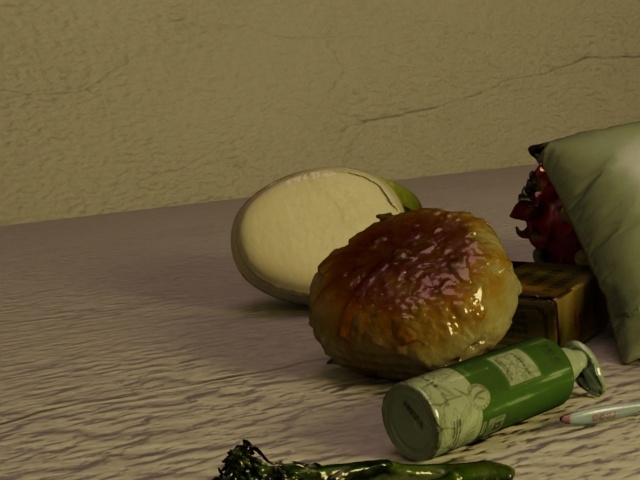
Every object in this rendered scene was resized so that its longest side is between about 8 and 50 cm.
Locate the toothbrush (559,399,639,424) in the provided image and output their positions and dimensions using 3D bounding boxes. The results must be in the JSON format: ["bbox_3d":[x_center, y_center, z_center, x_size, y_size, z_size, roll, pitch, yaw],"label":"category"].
[{"bbox_3d":[0.278,0.128,0.721,0.193,0.013,0.019,-6,17,-12],"label":"toothbrush"}]

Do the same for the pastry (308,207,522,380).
[{"bbox_3d":[0.087,0.047,0.872,0.193,0.093,0.182,0,43,33],"label":"pastry"}]

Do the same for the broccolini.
[{"bbox_3d":[0.033,0.164,0.568,0.201,0.058,0.074,9,18,-21],"label":"broccolini"}]

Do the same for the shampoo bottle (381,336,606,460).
[{"bbox_3d":[0.144,0.117,0.716,0.205,0.065,0.065,-11,11,-37],"label":"shampoo bottle"}]

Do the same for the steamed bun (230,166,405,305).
[{"bbox_3d":[0.000,0.000,1.189,0.228,0.177,0.130,-9,-12,3],"label":"steamed bun"}]

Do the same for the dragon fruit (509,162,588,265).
[{"bbox_3d":[0.388,-0.043,1.244,0.198,0.218,0.273,42,26,23],"label":"dragon fruit"}]

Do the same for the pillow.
[{"bbox_3d":[0.406,-0.029,0.939,0.313,0.119,0.310,-12,50,4],"label":"pillow"}]

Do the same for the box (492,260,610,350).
[{"bbox_3d":[0.171,0.066,0.990,0.240,0.071,0.159,3,14,35],"label":"box"}]

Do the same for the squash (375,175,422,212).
[{"bbox_3d":[0.034,-0.029,1.360,0.252,0.048,0.252,0,-25,0],"label":"squash"}]
